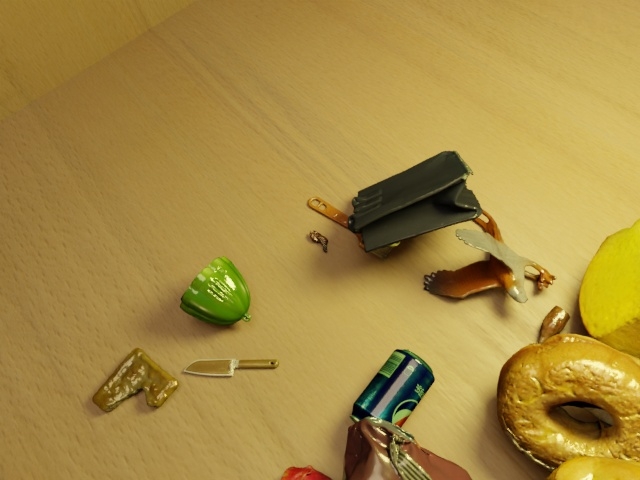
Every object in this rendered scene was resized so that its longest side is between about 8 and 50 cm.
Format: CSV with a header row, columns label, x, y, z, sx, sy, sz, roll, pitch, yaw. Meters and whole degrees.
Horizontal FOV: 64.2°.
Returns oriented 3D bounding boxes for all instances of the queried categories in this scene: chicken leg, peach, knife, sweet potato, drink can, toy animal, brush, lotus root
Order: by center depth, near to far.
label,x,y,z,sx,sy,sz,roll,pitch,yaw
peach,0.754,0.167,1.101,0.306,0.242,0.380,20,53,-3
drink can,0.164,0.355,1.169,0.118,0.118,0.205,34,72,26
sweet potato,0.552,0.211,1.222,0.049,0.049,0.117,33,76,26
knife,-0.234,0.327,1.318,0.256,0.022,0.046,-3,63,9
toy animal,0.452,0.034,1.330,0.302,0.225,0.284,25,46,10
lotus root,-0.250,0.158,1.352,0.186,0.186,0.186,-5,59,8
chicken leg,0.000,-0.002,1.472,0.036,0.021,0.083,-36,63,-22
brush,0.083,-0.050,1.489,0.314,0.017,0.090,33,67,27

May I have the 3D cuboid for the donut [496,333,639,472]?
label,x,y,z,sx,sy,sz,roll,pitch,yaw
donut,0.526,0.346,1.035,0.317,0.150,0.299,-24,85,24

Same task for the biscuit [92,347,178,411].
label,x,y,z,sx,sy,sz,roll,pitch,yaw
biscuit,-0.475,0.386,1.319,0.183,0.039,0.174,26,66,24

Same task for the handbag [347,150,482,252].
label,x,y,z,sx,sy,sz,roll,pitch,yaw
handbag,0.236,-0.100,1.336,0.329,0.122,0.303,-22,18,14

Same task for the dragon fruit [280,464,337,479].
label,x,y,z,sx,sy,sz,roll,pitch,yaw
dragon fruit,-0.018,0.601,1.050,0.163,0.189,0.261,-23,56,34

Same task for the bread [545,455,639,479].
label,x,y,z,sx,sy,sz,roll,pitch,yaw
bread,0.540,0.498,0.893,0.328,0.337,0.148,9,43,19

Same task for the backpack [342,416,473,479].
label,x,y,z,sx,sy,sz,roll,pitch,yaw
backpack,0.176,0.528,0.988,0.317,0.197,0.283,26,59,-7
